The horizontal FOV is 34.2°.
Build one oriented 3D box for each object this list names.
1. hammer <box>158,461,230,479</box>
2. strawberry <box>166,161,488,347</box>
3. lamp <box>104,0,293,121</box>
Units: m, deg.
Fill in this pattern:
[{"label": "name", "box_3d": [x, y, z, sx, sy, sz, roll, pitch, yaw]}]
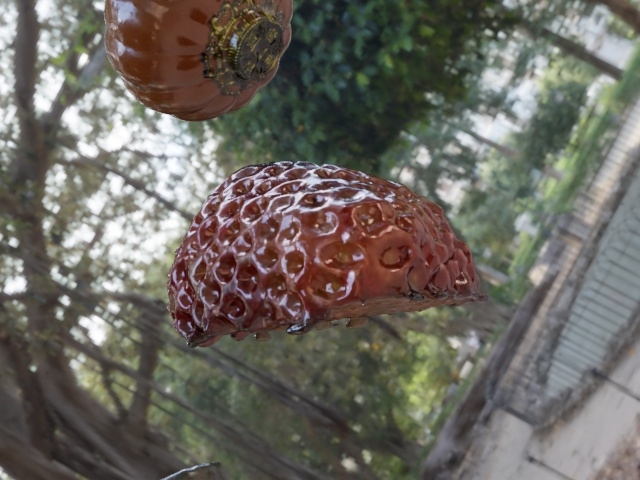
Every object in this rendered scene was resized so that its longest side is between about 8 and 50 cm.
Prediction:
[{"label": "hammer", "box_3d": [0.003, 0.308, 0.428, 0.044, 0.440, 0.168, -18, -19, -6]}, {"label": "strawberry", "box_3d": [-0.014, 0.003, 0.827, 0.280, 0.253, 0.150, 13, -112, -71]}, {"label": "lamp", "box_3d": [-0.130, -0.237, 1.131, 0.223, 0.196, 0.223, -31, -43, -34]}]
